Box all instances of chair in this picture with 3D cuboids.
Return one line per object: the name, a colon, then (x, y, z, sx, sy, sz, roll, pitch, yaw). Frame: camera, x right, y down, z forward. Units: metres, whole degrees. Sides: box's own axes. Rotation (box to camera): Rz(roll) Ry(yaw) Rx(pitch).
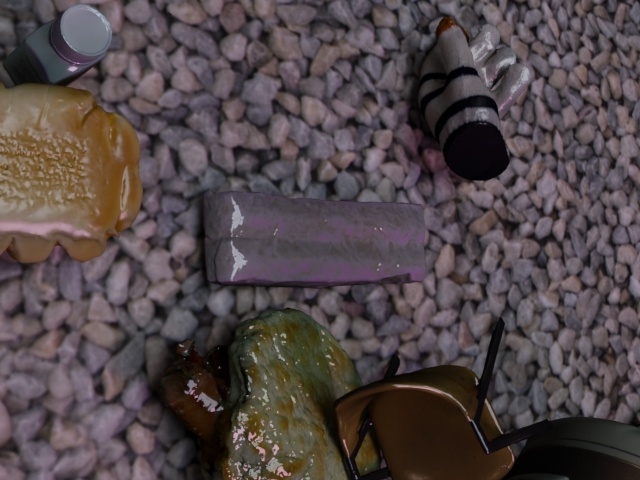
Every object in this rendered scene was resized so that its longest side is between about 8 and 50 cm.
chair: (0.122, 0.193, 1.097, 0.247, 0.158, 0.172, -30, 97, -62)

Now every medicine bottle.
medicine bottle: (-0.249, -0.185, 0.988, 0.074, 0.118, 0.055, -36, 101, -36)

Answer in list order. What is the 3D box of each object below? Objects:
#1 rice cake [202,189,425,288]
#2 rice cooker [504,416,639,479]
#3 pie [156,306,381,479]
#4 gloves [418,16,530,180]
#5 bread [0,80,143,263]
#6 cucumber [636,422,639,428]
rice cake: (0.001, 0.002, 1.169, 0.298, 0.050, 0.106, 2, 79, -36)
rice cooker: (0.331, 0.380, 1.154, 0.335, 0.335, 0.325, 47, 61, -19)
pie: (-0.032, 0.205, 1.073, 0.257, 0.105, 0.274, -23, 95, -46)
gloves: (0.186, -0.190, 1.312, 0.140, 0.131, 0.219, 21, 38, -29)
bread: (-0.313, -0.060, 0.914, 0.311, 0.121, 0.173, 5, 81, -35)
cucumber: (0.453, 0.345, 1.403, 0.115, 0.086, 0.193, 31, 54, 24)
